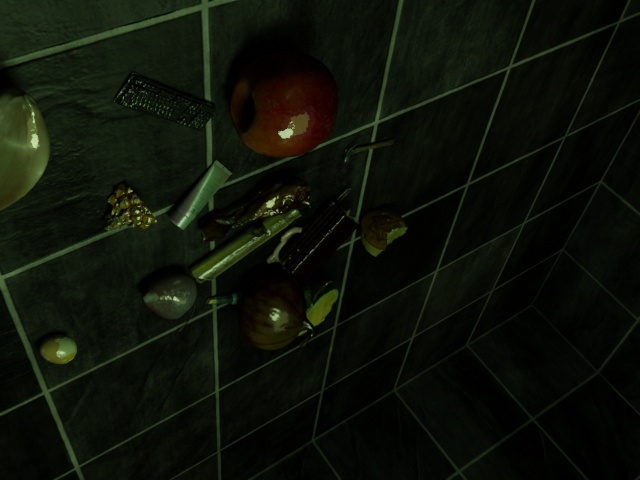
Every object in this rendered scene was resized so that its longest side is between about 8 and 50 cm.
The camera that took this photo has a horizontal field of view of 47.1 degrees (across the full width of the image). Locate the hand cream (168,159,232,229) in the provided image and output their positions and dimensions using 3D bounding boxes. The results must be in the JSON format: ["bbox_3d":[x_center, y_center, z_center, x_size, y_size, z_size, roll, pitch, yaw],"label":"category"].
[{"bbox_3d":[-0.278,-0.104,1.697,0.174,0.047,0.076,-50,151,0],"label":"hand cream"}]

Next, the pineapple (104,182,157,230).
[{"bbox_3d":[-0.420,-0.064,1.574,0.114,0.077,0.114,-32,117,7],"label":"pineapple"}]

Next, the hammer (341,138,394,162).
[{"bbox_3d":[0.136,-0.258,1.996,0.182,0.017,0.062,-19,145,-36],"label":"hammer"}]

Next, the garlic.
[{"bbox_3d":[-0.559,-0.134,1.245,0.318,0.112,0.143,-43,129,18],"label":"garlic"}]

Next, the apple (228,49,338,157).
[{"bbox_3d":[-0.074,-0.280,1.512,0.201,0.218,0.218,-8,138,-34],"label":"apple"}]

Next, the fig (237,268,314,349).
[{"bbox_3d":[-0.129,0.196,2.100,0.214,0.235,0.235,-5,155,15],"label":"fig"}]

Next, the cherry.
[{"bbox_3d":[-0.393,0.160,1.853,0.188,0.115,0.148,-51,169,29],"label":"cherry"}]

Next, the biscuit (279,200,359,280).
[{"bbox_3d":[0.000,0.000,2.086,0.252,0.070,0.106,-47,150,9],"label":"biscuit"}]

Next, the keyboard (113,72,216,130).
[{"bbox_3d":[-0.301,-0.267,1.457,0.072,0.023,0.231,-49,150,19],"label":"keyboard"}]

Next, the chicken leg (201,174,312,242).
[{"bbox_3d":[-0.160,-0.077,1.807,0.304,0.113,0.093,-28,127,-17],"label":"chicken leg"}]

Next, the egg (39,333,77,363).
[{"bbox_3d":[-0.628,0.259,1.751,0.083,0.071,0.071,8,126,-51],"label":"egg"}]

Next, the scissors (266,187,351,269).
[{"bbox_3d":[-0.023,-0.039,2.103,0.317,0.024,0.160,-45,149,10],"label":"scissors"}]

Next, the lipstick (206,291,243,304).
[{"bbox_3d":[-0.273,0.167,2.085,0.116,0.037,0.037,-1,133,-44],"label":"lipstick"}]

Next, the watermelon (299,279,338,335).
[{"bbox_3d":[-0.046,0.197,2.292,0.204,0.127,0.232,-44,160,-7],"label":"watermelon"}]

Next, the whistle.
[{"bbox_3d":[-0.195,0.007,1.927,0.326,0.057,0.068,-36,151,-7],"label":"whistle"}]

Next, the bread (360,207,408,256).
[{"bbox_3d":[0.183,-0.033,2.254,0.156,0.125,0.086,-42,163,-28],"label":"bread"}]
